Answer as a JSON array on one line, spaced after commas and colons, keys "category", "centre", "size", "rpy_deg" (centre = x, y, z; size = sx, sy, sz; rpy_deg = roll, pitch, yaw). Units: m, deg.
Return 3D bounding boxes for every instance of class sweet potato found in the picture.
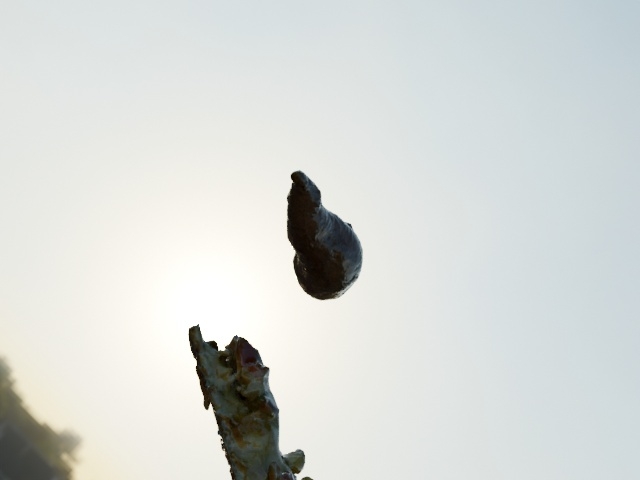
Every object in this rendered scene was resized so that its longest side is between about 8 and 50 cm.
[{"category": "sweet potato", "centre": [0.005, 0.005, 1.303], "size": [0.068, 0.068, 0.226], "rpy_deg": [39, -16, 21]}]

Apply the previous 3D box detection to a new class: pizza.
[{"category": "pizza", "centre": [-0.045, 0.227, 1.347], "size": [0.251, 0.074, 0.287], "rpy_deg": [99, -27, -70]}]
